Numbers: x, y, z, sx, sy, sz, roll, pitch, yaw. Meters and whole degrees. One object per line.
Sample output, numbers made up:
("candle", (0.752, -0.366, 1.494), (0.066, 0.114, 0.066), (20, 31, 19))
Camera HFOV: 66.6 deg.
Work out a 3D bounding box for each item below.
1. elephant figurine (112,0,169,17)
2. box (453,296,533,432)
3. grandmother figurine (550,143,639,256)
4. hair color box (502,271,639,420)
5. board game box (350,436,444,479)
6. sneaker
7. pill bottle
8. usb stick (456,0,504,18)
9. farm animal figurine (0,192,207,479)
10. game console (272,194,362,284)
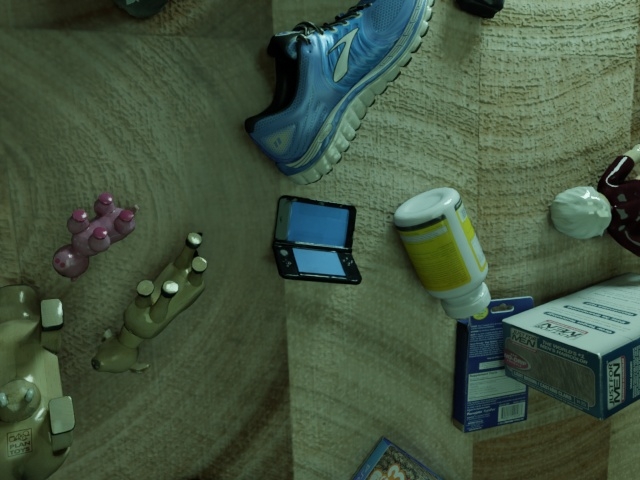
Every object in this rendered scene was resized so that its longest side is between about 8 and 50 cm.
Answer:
("elephant figurine", (-0.187, -0.333, 0.531), (0.239, 0.169, 0.186), (10, 124, -36))
("box", (0.297, 0.207, 0.836), (0.136, 0.036, 0.226), (-2, 99, -20))
("grandmother figurine", (0.563, -0.062, 0.864), (0.341, 0.104, 0.208), (-7, 73, -16))
("hair color box", (0.488, 0.154, 0.802), (0.346, 0.173, 0.105), (-12, 103, -25))
("board game box", (0.189, 0.464, 0.700), (0.232, 0.291, 0.141), (41, 83, -21))
("sneaker", (0.020, -0.241, 0.622), (0.147, 0.129, 0.330), (34, 86, -23))
("pill bottle", (0.189, 0.022, 0.735), (0.103, 0.103, 0.184), (-31, 107, -13))
("usb stick", (0.263, -0.476, 0.718), (0.077, 0.045, 0.278), (10, 95, -14))
("farm animal figurine", (-0.300, 0.110, 0.532), (0.329, 0.172, 0.327), (12, 53, -21))
("game console", (0.000, 0.000, 0.684), (0.122, 0.107, 0.071), (6, 124, -20))
